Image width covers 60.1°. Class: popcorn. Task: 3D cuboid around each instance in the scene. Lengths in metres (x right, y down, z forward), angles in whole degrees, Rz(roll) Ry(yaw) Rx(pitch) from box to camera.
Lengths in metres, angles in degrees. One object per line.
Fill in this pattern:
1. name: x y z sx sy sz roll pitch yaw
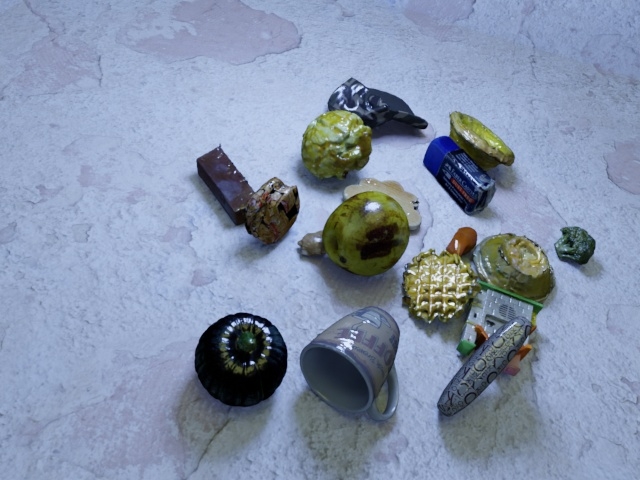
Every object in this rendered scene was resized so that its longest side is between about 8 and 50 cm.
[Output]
1. popcorn: 0.053 -0.350 2.074 0.282 0.282 0.247 -21 59 -28

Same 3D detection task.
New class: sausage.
1. sausage: 0.498 0.012 1.965 0.089 0.089 0.179 34 44 17

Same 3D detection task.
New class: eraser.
1. eraser: 0.542 -0.264 2.173 0.101 0.155 0.332 -18 55 -25

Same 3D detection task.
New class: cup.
1. cup: 0.129 0.336 1.521 0.257 0.227 0.301 -38 95 -41

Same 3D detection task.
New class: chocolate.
1. chocolate: -0.328 -0.194 1.946 0.111 0.112 0.321 -26 60 -20

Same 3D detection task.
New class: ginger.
1. ginger: 0.005 0.005 1.864 0.165 0.067 0.096 -24 45 -32

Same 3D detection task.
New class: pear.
1. pear: 0.148 -0.021 1.782 0.283 0.284 0.284 7 48 -8

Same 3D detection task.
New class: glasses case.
1. glasses case: 0.457 0.349 1.543 0.354 0.137 0.085 -44 73 -9

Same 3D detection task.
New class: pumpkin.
1. pumpkin: -0.197 0.294 1.435 0.247 0.248 0.248 7 48 -8

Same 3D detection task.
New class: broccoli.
1. broccoli: 0.941 0.013 2.047 0.137 0.146 0.162 -14 63 16

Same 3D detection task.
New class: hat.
1. hat: 0.249 -0.529 2.375 0.381 0.257 0.366 34 20 -32

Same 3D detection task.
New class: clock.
1. clock: 0.554 0.284 1.728 0.219 0.106 0.255 22 52 8

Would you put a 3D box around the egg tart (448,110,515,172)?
1. egg tart: 0.641 -0.394 2.279 0.345 0.132 0.345 30 28 -17

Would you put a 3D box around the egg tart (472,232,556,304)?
1. egg tart: 0.687 0.076 1.927 0.314 0.120 0.315 8 50 -9

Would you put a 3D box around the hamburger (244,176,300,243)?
1. hamburger: -0.152 -0.092 1.808 0.106 0.231 0.231 25 47 19

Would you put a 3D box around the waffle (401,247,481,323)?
1. waffle: 0.373 0.141 1.790 0.262 0.060 0.280 -36 47 -15

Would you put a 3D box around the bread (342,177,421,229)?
1. bread: 0.228 -0.117 2.036 0.315 0.054 0.316 8 48 -8
